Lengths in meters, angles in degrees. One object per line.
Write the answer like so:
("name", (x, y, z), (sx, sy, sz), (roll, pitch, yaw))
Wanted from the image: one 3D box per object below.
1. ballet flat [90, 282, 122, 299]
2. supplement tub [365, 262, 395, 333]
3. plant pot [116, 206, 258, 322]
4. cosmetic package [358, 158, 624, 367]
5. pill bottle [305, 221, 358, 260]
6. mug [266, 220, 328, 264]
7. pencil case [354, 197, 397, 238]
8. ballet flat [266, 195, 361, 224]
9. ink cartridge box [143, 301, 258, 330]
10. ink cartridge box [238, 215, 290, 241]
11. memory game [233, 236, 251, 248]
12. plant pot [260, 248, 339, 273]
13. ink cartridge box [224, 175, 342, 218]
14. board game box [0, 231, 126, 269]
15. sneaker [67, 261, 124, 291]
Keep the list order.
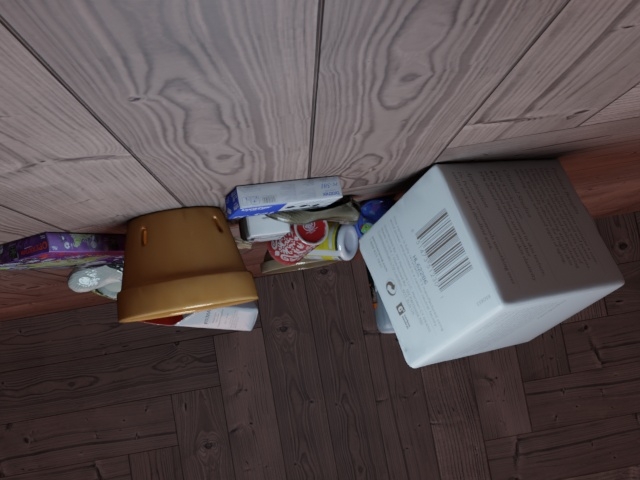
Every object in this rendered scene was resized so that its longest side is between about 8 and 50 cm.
("ballet flat", (-0.503, 0.138, 2.178), (0.348, 0.123, 0.123), (11, 171, -6))
("supplement tub", (0.237, 0.089, 2.198), (0.207, 0.338, 0.207), (-9, 174, -1))
("plant pot", (-0.287, 0.048, 1.588), (0.290, 0.204, 0.291), (-9, 174, -1))
("cosmetic package", (0.366, 0.045, 1.672), (0.393, 0.330, 0.327), (-5, 153, -34))
("pill bottle", (0.000, 0.000, 2.031), (0.184, 0.103, 0.103), (2, -179, 30))
("mug", (-0.048, -0.028, 1.897), (0.113, 0.150, 0.169), (30, 157, -14))
("pencil case", (0.156, -0.036, 1.960), (0.133, 0.119, 0.306), (-48, 172, -1))
("ballet flat", (-0.012, -0.070, 1.681), (0.249, 0.058, 0.084), (0, -155, -33))
("ink cartridge box", (-0.421, 0.160, 2.419), (0.384, 0.091, 0.308), (9, -157, -25))
("ink cartridge box", (-0.133, -0.032, 1.790), (0.099, 0.056, 0.135), (-8, 174, -14))
("memory game", (-0.250, -0.003, 1.789), (0.186, 0.012, 0.186), (10, 172, 2))
("plant pot", (-0.062, 0.025, 2.207), (0.237, 0.110, 0.237), (-9, 174, -1))
("ink cartridge box", (-0.071, -0.083, 1.464), (0.207, 0.046, 0.097), (-8, 173, -21))
("board game box", (-0.554, 0.026, 1.706), (0.208, 0.056, 0.346), (-18, 171, 25))
("sneaker", (-0.575, 0.080, 2.088), (0.237, 0.085, 0.086), (-13, -157, -11))
